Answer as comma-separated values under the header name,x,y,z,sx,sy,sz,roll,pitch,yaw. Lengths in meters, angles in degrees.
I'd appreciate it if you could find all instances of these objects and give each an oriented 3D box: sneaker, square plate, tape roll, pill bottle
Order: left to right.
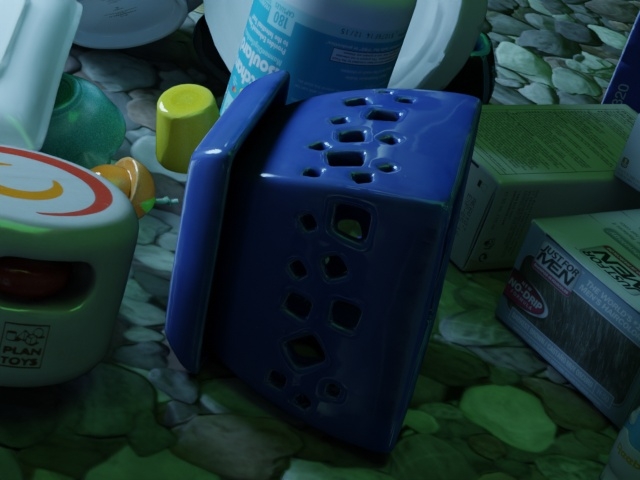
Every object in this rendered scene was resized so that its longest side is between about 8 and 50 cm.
name,x,y,z,sx,sy,sz,roll,pitch,yaw
square plate,-0.401,-0.163,1.435,0.344,0.049,0.347,-2,29,0
pill bottle,-0.013,-0.144,1.524,0.146,0.264,0.146,15,28,-8
tape roll,0.024,-0.262,1.643,0.286,0.286,0.100,28,15,15
sneaker,0.029,-0.215,1.769,0.341,0.140,0.125,13,53,1
sneaker,0.333,0.164,1.383,0.087,0.092,0.228,35,31,29

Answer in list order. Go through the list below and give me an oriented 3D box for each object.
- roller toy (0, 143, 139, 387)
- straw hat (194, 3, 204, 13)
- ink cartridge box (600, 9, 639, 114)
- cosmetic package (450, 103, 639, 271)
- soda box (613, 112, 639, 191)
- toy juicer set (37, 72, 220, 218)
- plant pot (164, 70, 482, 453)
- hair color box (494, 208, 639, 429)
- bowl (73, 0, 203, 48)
name,x,y,z,sx,sy,sz,roll,pitch,yaw
roller toy,-0.244,0.022,1.215,0.191,0.146,0.209,21,18,15
straw hat,-0.136,-0.334,1.994,0.144,0.061,0.144,14,28,-8
ink cartridge box,0.521,-0.204,1.898,0.330,0.324,0.071,8,29,-20
cosmetic package,0.242,-0.062,1.700,0.309,0.113,0.160,-2,35,-35
soda box,0.396,-0.047,1.572,0.069,0.074,0.216,-10,39,-43
toy juicer set,-0.266,-0.081,1.471,0.329,0.089,0.209,15,46,19
plant pot,0.000,0.000,1.328,0.212,0.236,0.236,15,27,6
hair color box,0.374,0.060,1.568,0.374,0.113,0.185,-5,36,-39
bowl,-0.219,-0.294,1.712,0.298,0.298,0.134,1,68,-31
